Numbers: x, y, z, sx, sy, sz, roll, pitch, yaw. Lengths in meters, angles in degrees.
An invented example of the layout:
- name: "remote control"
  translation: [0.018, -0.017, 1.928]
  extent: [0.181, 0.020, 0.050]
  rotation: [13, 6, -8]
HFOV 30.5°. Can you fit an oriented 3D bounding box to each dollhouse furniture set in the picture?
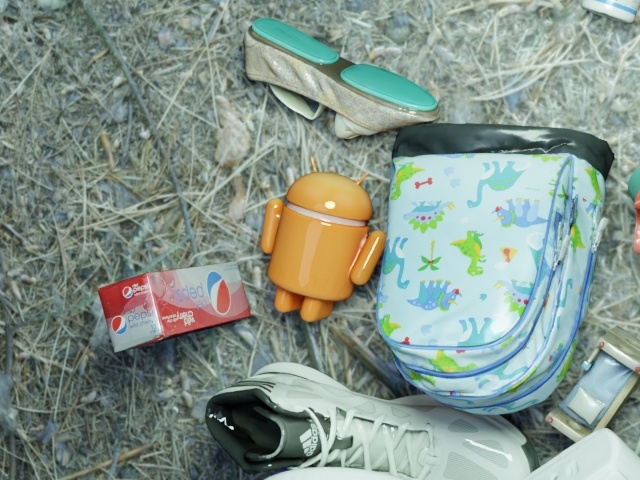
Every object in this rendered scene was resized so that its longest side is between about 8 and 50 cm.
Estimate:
- name: "dollhouse furniture set"
  translation: [0.310, 0.152, 1.497]
  extent: [0.184, 0.129, 0.129]
  rotation: [35, 105, 18]

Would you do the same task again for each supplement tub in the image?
- name: "supplement tub"
  translation: [0.378, -0.333, 1.473]
  extent: [0.071, 0.071, 0.107]
  rotation: [22, 101, 21]

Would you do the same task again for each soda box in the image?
- name: "soda box"
  translation: [-0.198, 0.087, 1.640]
  extent: [0.083, 0.263, 0.092]
  rotation: [-17, 87, 22]

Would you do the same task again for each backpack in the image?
- name: "backpack"
  translation: [0.198, 0.033, 1.437]
  extent: [0.290, 0.273, 0.355]
  rotation: [5, 85, 22]

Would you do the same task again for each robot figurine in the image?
- name: "robot figurine"
  translation: [0.002, 0.001, 1.625]
  extent: [0.158, 0.128, 0.219]
  rotation: [30, 108, 60]

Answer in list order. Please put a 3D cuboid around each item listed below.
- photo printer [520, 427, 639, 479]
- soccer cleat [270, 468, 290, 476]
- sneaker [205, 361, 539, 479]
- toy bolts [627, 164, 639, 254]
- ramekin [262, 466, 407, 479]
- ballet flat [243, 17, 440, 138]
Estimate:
- name: "photo printer"
  translation: [0.359, 0.404, 1.445]
  extent: [0.256, 0.107, 0.307]
  rotation: [-39, 108, 22]
- name: "soccer cleat"
  translation: [0.007, 0.428, 1.662]
  extent: [0.083, 0.095, 0.248]
  rotation: [-45, 76, 19]
- name: "sneaker"
  translation: [0.048, 0.285, 1.548]
  extent: [0.448, 0.257, 0.169]
  rotation: [12, 97, 22]
- name: "toy bolts"
  translation: [0.492, -0.043, 1.434]
  extent: [0.229, 0.158, 0.218]
  rotation: [7, 136, 13]
- name: "ramekin"
  translation: [0.026, 0.391, 1.495]
  extent: [0.277, 0.277, 0.135]
  rotation: [-11, 56, 24]
- name: "ballet flat"
  translation: [0.024, -0.206, 1.631]
  extent: [0.316, 0.107, 0.106]
  rotation: [31, 124, 24]
